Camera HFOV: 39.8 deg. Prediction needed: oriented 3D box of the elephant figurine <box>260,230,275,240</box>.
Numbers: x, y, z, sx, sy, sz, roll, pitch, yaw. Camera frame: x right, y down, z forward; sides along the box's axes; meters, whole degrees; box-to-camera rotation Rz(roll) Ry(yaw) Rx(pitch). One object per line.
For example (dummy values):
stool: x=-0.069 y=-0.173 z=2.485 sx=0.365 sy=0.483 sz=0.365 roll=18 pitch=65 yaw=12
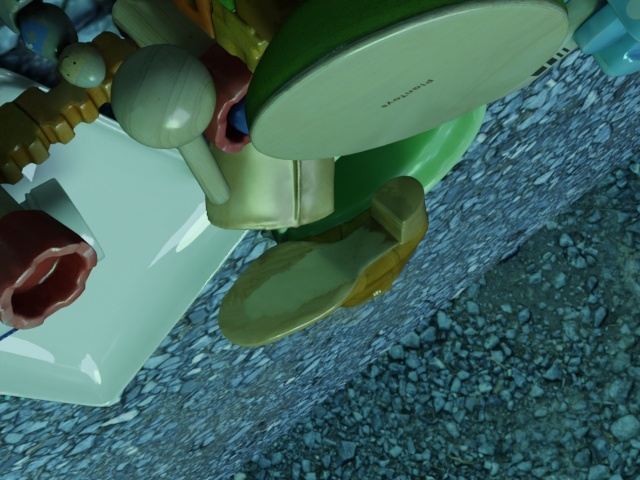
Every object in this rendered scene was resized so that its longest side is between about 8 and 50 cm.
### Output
elephant figurine: x=0.000 y=0.000 z=1.330 sx=0.186 sy=0.169 sz=0.239 roll=5 pitch=161 yaw=-20

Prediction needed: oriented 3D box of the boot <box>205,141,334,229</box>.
boot: x=0.006 y=-0.147 z=0.852 sx=0.236 sy=0.089 sz=0.269 roll=-2 pitch=119 yaw=-10

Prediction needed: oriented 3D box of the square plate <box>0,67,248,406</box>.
square plate: x=-0.267 y=0.019 z=0.894 sx=0.344 sy=0.049 sz=0.347 roll=21 pitch=115 yaw=-47

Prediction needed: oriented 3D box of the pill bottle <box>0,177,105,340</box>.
pill bottle: x=-0.287 y=0.029 z=0.757 sx=0.187 sy=0.112 sz=0.112 roll=-33 pitch=160 yaw=-15

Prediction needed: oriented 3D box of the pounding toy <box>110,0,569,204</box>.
pounding toy: x=0.007 y=-0.121 z=0.497 sx=0.237 sy=0.110 sz=0.183 roll=-19 pitch=169 yaw=6

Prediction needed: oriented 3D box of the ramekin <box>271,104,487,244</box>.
ramekin: x=0.037 y=-0.129 z=1.074 sx=0.303 sy=0.148 sz=0.303 roll=-32 pitch=160 yaw=-13

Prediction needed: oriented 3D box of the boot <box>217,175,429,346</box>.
boot: x=0.016 y=0.053 z=1.073 sx=0.295 sy=0.104 sz=0.211 roll=-37 pitch=161 yaw=-12

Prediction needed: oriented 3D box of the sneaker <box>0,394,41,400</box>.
sneaker: x=-0.357 y=0.141 z=1.059 sx=0.283 sy=0.122 sz=0.110 roll=-22 pitch=156 yaw=-35

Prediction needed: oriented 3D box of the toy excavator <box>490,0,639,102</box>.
toy excavator: x=0.369 y=-0.299 z=1.208 sx=0.433 sy=0.222 sz=0.445 roll=-16 pitch=161 yaw=-42

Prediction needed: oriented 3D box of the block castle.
block castle: x=-0.162 y=-0.142 z=0.530 sx=0.303 sy=0.213 sz=0.453 roll=-43 pitch=161 yaw=-16
